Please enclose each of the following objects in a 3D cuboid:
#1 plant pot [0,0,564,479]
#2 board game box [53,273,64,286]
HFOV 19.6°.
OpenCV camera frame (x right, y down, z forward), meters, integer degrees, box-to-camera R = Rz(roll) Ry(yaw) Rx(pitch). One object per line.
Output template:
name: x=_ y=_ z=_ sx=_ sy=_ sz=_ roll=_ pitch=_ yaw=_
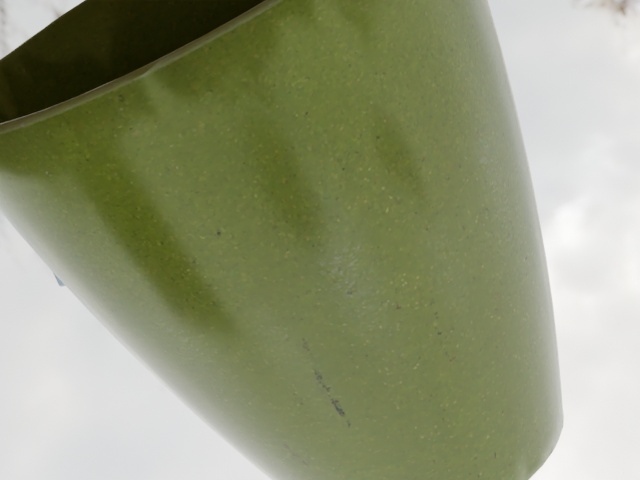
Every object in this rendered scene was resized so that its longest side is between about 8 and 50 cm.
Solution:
plant pot: x=0.000 y=0.000 z=0.939 sx=0.274 sy=0.293 sz=0.275 roll=-25 pitch=-162 yaw=9
board game box: x=-0.094 y=-0.070 z=1.344 sx=0.142 sy=0.144 sz=0.275 roll=-34 pitch=-164 yaw=-38
